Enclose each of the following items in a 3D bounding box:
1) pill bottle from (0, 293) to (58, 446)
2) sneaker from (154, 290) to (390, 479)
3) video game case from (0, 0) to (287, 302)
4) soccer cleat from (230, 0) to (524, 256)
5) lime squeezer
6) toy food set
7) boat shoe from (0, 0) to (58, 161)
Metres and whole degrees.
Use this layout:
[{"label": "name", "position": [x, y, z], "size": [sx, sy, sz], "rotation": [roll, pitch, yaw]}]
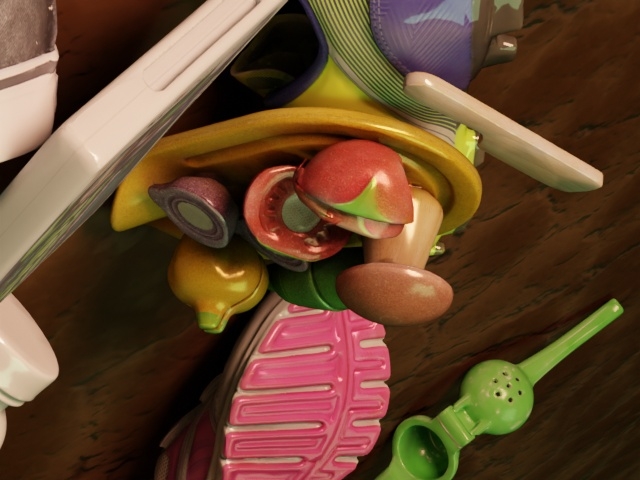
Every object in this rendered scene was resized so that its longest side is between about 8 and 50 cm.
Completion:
[{"label": "pill bottle", "position": [-0.197, 0.083, 0.793], "size": [0.160, 0.087, 0.087], "rotation": [-39, 157, 6]}, {"label": "sneaker", "position": [-0.045, 0.122, 1.074], "size": [0.103, 0.111, 0.252], "rotation": [11, 110, -32]}, {"label": "video game case", "position": [-0.093, -0.022, 0.689], "size": [0.190, 0.022, 0.173], "rotation": [-42, -175, 39]}, {"label": "soccer cleat", "position": [0.019, -0.070, 0.837], "size": [0.121, 0.093, 0.289], "rotation": [-1, 156, -3]}, {"label": "lime squeezer", "position": [0.102, 0.137, 1.375], "size": [0.310, 0.059, 0.110], "rotation": [-39, -173, 3]}, {"label": "toy food set", "position": [0.000, 0.000, 0.800], "size": [0.218, 0.071, 0.128], "rotation": [-13, 149, 39]}, {"label": "boat shoe", "position": [-0.182, -0.054, 0.504], "size": [0.301, 0.108, 0.102], "rotation": [-23, 126, -51]}]
